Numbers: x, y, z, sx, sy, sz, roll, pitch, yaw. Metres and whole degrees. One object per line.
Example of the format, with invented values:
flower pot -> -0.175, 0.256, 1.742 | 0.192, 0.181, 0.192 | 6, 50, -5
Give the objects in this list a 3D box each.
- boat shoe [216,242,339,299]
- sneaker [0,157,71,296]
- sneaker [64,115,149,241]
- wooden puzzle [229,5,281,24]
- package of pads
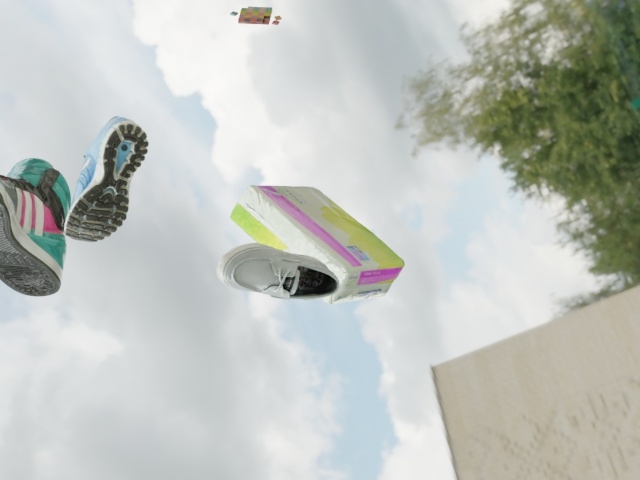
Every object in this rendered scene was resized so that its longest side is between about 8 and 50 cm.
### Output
boat shoe -> -0.061, 0.056, 1.466 | 0.227, 0.081, 0.079 | 7, -76, -41
sneaker -> -0.460, -0.068, 1.324 | 0.295, 0.123, 0.178 | 70, -167, -50
sneaker -> -0.251, -0.072, 1.041 | 0.063, 0.162, 0.073 | 21, -164, -34
wooden puzzle -> -0.102, -0.355, 1.409 | 0.049, 0.083, 0.006 | -85, -3, -48
package of pads -> 0.000, 0.000, 1.773 | 0.296, 0.101, 0.229 | 41, -157, 26
